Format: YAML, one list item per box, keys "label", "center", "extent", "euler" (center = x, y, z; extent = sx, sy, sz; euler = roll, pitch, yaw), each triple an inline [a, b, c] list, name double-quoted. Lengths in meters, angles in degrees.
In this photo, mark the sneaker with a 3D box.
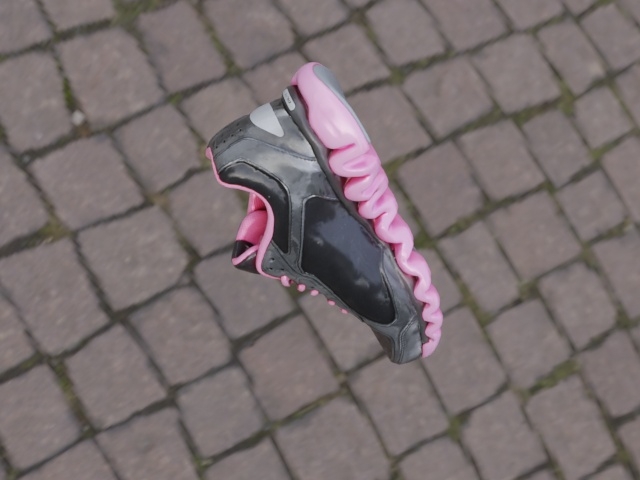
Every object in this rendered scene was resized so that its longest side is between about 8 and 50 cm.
- label: "sneaker"
  center: [0.000, 0.000, 0.531]
  extent: [0.057, 0.047, 0.119]
  euler: [-29, 126, -3]
